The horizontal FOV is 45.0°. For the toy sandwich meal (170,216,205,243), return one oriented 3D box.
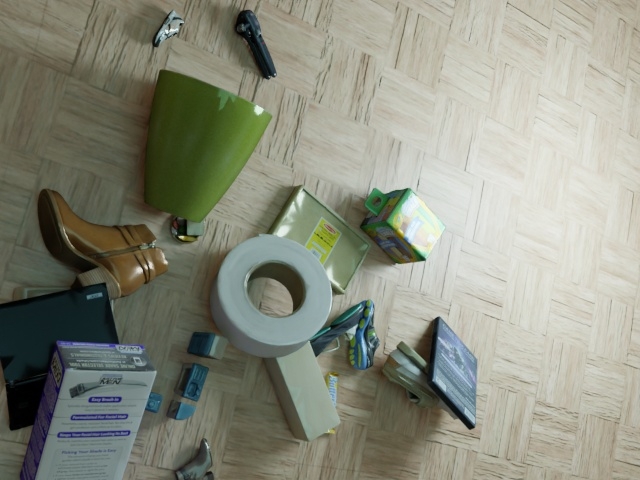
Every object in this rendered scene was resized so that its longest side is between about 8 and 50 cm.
[{"bbox_3d":[-0.316,-0.030,1.850,0.085,0.029,0.086,3,83,-31],"label":"toy sandwich meal"}]

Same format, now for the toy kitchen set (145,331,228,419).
[{"bbox_3d":[-0.334,0.293,1.753,0.166,0.122,0.207,25,73,-27],"label":"toy kitchen set"}]

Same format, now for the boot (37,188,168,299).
[{"bbox_3d":[-0.478,-0.009,1.712,0.220,0.109,0.283,-25,81,-41],"label":"boot"}]

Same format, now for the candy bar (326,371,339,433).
[{"bbox_3d":[0.026,0.422,2.018,0.040,0.018,0.162,10,81,-30],"label":"candy bar"}]

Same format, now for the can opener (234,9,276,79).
[{"bbox_3d":[-0.159,-0.501,1.974,0.073,0.059,0.186,-30,100,-30],"label":"can opener"}]

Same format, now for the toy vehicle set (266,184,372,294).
[{"bbox_3d":[0.000,0.000,2.033,0.267,0.035,0.166,40,67,-22],"label":"toy vehicle set"}]

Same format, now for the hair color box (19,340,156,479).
[{"bbox_3d":[-0.478,0.377,1.577,0.185,0.110,0.339,9,113,-34],"label":"hair color box"}]

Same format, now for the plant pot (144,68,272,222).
[{"bbox_3d":[-0.290,-0.200,1.773,0.274,0.274,0.294,21,92,-28],"label":"plant pot"}]

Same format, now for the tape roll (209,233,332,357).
[{"bbox_3d":[-0.120,0.132,1.856,0.286,0.100,0.286,8,62,-16],"label":"tape roll"}]

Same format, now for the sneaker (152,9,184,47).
[{"bbox_3d":[-0.366,-0.505,1.862,0.043,0.040,0.109,38,68,-25],"label":"sneaker"}]

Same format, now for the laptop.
[{"bbox_3d":[-0.549,0.245,1.620,0.234,0.264,0.137,-12,50,-27],"label":"laptop"}]

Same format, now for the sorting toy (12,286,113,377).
[{"bbox_3d":[-0.560,0.197,1.682,0.208,0.038,0.193,2,84,-26],"label":"sorting toy"}]

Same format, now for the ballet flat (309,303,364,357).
[{"bbox_3d":[0.041,0.242,2.016,0.203,0.074,0.074,-31,101,-23],"label":"ballet flat"}]

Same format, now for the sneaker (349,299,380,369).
[{"bbox_3d":[0.119,0.252,2.073,0.078,0.067,0.188,15,75,-51],"label":"sneaker"}]

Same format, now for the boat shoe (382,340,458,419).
[{"bbox_3d":[0.283,0.406,2.132,0.103,0.113,0.302,-46,111,-5],"label":"boat shoe"}]

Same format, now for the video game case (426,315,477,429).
[{"bbox_3d":[0.370,0.361,2.141,0.196,0.026,0.274,48,29,-18],"label":"video game case"}]

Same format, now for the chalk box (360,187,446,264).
[{"bbox_3d":[0.211,-0.054,2.109,0.213,0.132,0.132,43,65,-20],"label":"chalk box"}]

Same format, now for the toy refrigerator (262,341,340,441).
[{"bbox_3d":[-0.057,0.354,1.932,0.102,0.094,0.270,-24,94,-29],"label":"toy refrigerator"}]

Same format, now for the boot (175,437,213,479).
[{"bbox_3d":[-0.296,0.530,1.800,0.087,0.042,0.119,-10,90,-29],"label":"boot"}]
